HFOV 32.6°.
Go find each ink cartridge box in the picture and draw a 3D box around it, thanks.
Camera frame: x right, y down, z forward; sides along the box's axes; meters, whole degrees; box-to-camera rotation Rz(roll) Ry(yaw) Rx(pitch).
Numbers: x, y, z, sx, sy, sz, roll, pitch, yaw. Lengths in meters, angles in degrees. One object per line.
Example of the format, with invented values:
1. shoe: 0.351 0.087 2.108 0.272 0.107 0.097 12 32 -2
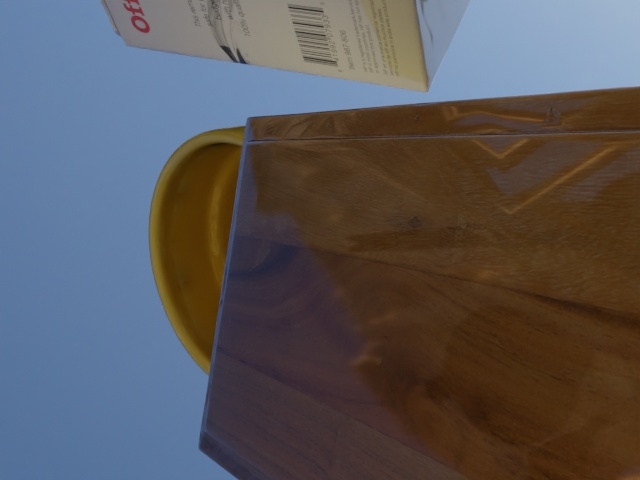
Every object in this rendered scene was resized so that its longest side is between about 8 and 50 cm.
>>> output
1. ink cartridge box: -0.059 -0.337 1.164 0.395 0.285 0.166 12 -124 22

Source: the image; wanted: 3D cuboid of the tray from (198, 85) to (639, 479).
1. tray: 0.053 0.044 0.479 0.076 0.411 0.203 8 -90 -24

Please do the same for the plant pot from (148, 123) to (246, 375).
1. plant pot: 0.000 0.000 1.072 0.239 0.254 0.254 -18 -99 -43
